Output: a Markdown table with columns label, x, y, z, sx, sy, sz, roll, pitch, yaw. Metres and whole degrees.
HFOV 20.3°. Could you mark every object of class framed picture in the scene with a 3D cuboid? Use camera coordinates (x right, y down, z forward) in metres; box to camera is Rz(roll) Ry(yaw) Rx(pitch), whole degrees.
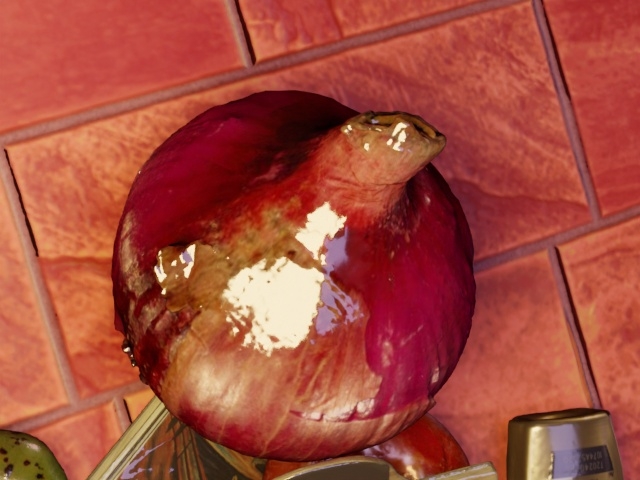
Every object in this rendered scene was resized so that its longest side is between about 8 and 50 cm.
| label | x | y | z | sx | sy | sz | roll | pitch | yaw |
| --- | --- | --- | --- | --- | --- | --- | --- | --- | --- |
| framed picture | -0.093 | 0.230 | 1.702 | 0.216 | 0.016 | 0.273 | 44 | 71 | -16 |

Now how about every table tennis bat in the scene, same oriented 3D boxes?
| label | x | y | z | sx | sy | sz | roll | pitch | yaw |
| --- | --- | --- | --- | --- | --- | --- | --- | --- | --- |
| table tennis bat | 0.040 | 0.236 | 1.587 | 0.246 | 0.022 | 0.138 | -12 | 134 | -13 |

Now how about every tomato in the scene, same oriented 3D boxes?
| label | x | y | z | sx | sy | sz | roll | pitch | yaw |
| --- | --- | --- | --- | --- | --- | --- | --- | --- | --- |
| tomato | 0.048 | 0.255 | 1.686 | 0.227 | 0.101 | 0.228 | 1 | 88 | -15 |

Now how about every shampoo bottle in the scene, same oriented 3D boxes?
| label | x | y | z | sx | sy | sz | roll | pitch | yaw |
| --- | --- | --- | --- | --- | --- | --- | --- | --- | --- |
| shampoo bottle | 0.259 | 0.350 | 1.822 | 0.125 | 0.084 | 0.350 | -6 | 90 | -23 |

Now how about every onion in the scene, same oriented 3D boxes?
| label | x | y | z | sx | sy | sz | roll | pitch | yaw |
| --- | --- | --- | --- | --- | --- | --- | --- | --- | --- |
| onion | 0.000 | 0.000 | 1.556 | 0.347 | 0.385 | 0.348 | 14 | 53 | -19 |

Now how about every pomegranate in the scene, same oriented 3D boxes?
| label | x | y | z | sx | sy | sz | roll | pitch | yaw |
| --- | --- | --- | --- | --- | --- | --- | --- | --- | --- |
| pomegranate | -0.280 | 0.219 | 1.554 | 0.130 | 0.130 | 0.130 | 1 | 86 | -25 |
